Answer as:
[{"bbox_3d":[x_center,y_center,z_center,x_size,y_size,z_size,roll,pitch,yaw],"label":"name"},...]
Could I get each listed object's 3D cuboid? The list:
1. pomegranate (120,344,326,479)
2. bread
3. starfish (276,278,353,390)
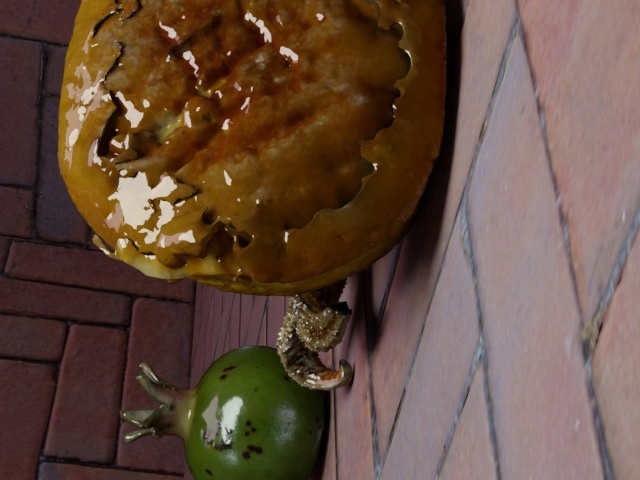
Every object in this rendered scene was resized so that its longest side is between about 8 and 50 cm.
[{"bbox_3d":[-0.104,0.198,1.805,0.181,0.224,0.181,-165,90,-79],"label":"pomegranate"},{"bbox_3d":[-0.046,-0.112,1.417,0.204,0.336,0.358,57,-143,-64],"label":"bread"},{"bbox_3d":[0.003,-0.003,1.650,0.303,0.113,0.312,104,162,-56],"label":"starfish"}]
